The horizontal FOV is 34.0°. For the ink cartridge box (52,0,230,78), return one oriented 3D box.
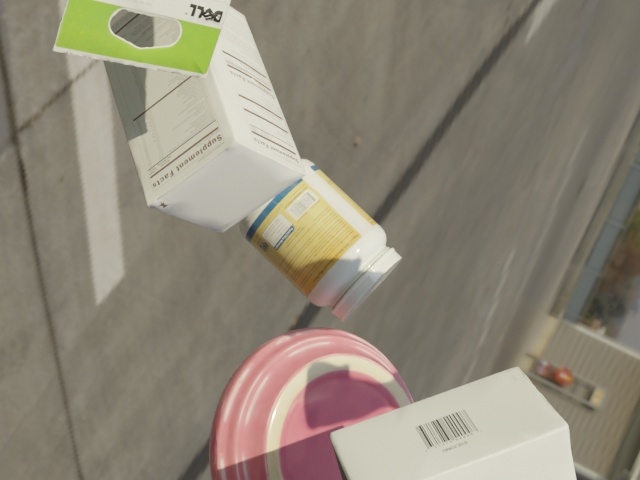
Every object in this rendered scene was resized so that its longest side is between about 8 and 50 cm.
[{"bbox_3d":[-0.161,-0.296,0.968,0.188,0.097,0.255,2,115,-48],"label":"ink cartridge box"}]

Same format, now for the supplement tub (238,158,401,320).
[{"bbox_3d":[0.000,0.000,1.459,0.144,0.199,0.144,-45,173,-7],"label":"supplement tub"}]

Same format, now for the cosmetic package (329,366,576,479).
[{"bbox_3d":[0.153,0.290,1.121,0.138,0.224,0.225,-122,-165,-66],"label":"cosmetic package"}]

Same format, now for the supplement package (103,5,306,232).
[{"bbox_3d":[-0.139,-0.154,1.200,0.139,0.244,0.133,-33,151,23],"label":"supplement package"}]

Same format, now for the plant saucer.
[{"bbox_3d":[0.015,0.281,1.410,0.084,0.332,0.332,-15,-143,57],"label":"plant saucer"}]
